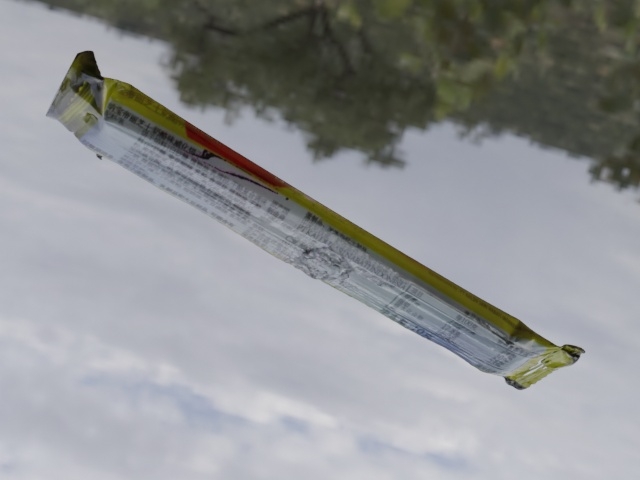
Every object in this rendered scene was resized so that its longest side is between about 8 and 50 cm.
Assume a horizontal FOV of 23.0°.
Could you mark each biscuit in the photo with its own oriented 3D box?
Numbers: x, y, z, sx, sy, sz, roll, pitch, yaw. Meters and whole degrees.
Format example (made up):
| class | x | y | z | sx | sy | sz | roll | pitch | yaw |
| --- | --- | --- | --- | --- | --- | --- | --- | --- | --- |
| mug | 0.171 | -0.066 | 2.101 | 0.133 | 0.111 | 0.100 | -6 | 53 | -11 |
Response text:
| class | x | y | z | sx | sy | sz | roll | pitch | yaw |
| --- | --- | --- | --- | --- | --- | --- | --- | --- | --- |
| biscuit | 0.000 | 0.000 | 0.750 | 0.292 | 0.026 | 0.048 | 31 | 144 | -19 |
